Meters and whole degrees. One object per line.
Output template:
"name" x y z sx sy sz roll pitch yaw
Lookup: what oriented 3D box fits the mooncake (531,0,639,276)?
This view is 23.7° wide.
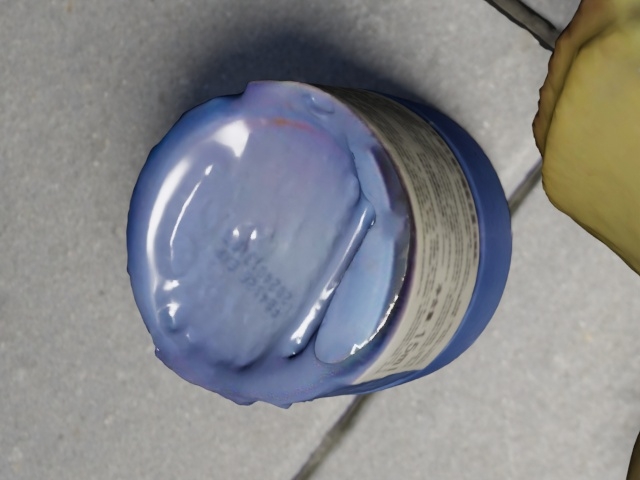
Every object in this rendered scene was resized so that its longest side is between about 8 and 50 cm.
"mooncake" 0.330 -0.114 0.935 0.246 0.394 0.393 50 123 18

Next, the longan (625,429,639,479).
"longan" 0.313 0.188 1.036 0.248 0.248 0.248 0 90 26

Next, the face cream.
"face cream" 0.000 0.000 1.187 0.249 0.225 0.249 -1 89 25
